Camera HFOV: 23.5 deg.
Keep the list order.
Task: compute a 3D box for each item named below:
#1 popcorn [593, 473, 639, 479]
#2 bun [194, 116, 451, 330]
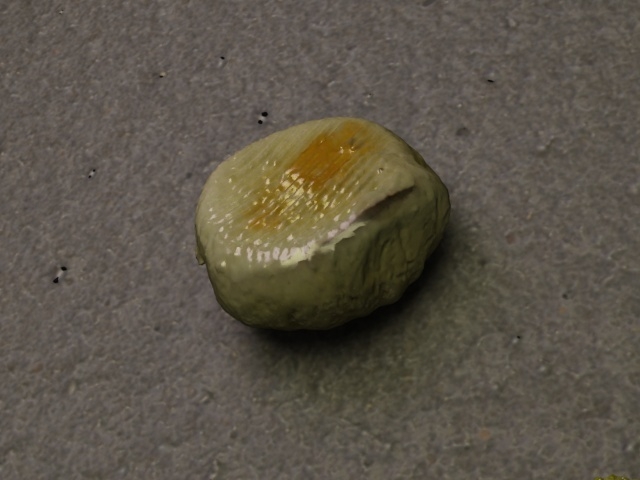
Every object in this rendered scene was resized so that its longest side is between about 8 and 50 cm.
[{"bbox_3d":[0.244,0.230,1.270,0.083,0.059,0.068,34,42,8],"label":"popcorn"},{"bbox_3d":[0.000,0.000,1.440,0.244,0.153,0.244,-15,35,10],"label":"bun"}]
